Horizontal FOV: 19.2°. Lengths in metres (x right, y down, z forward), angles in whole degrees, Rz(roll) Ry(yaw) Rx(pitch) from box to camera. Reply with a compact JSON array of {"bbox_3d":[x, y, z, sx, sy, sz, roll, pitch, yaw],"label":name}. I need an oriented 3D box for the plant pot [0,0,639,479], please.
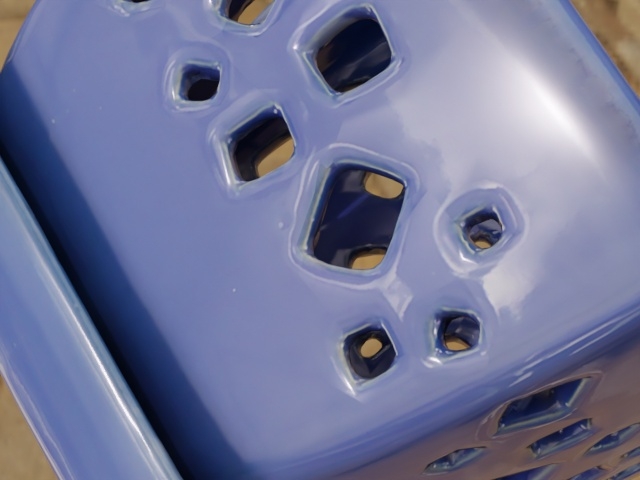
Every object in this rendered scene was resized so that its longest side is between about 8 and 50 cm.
[{"bbox_3d":[0.000,0.000,0.661,0.212,0.236,0.236,-33,69,3],"label":"plant pot"}]
